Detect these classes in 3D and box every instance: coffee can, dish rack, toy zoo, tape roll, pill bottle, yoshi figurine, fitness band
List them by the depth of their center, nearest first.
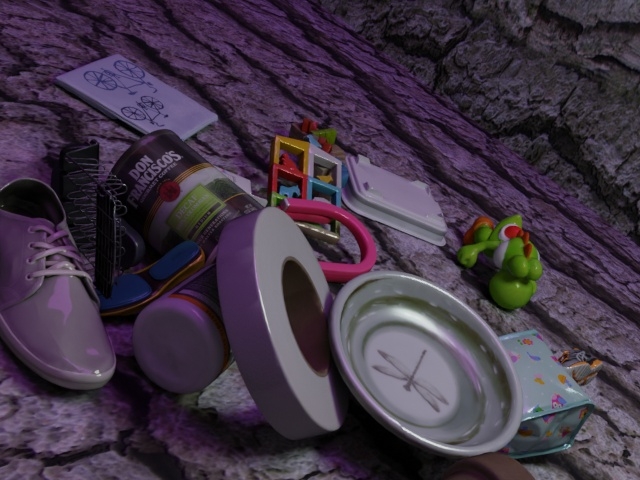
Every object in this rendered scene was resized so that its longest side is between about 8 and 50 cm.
[{"bbox_3d":[-0.053,0.136,1.505,0.392,0.072,0.392,-19,90,-75],"label":"tape roll"},{"bbox_3d":[-0.375,-0.034,1.525,0.074,0.208,0.271,-9,28,-31],"label":"dish rack"},{"bbox_3d":[-0.182,0.131,1.526,0.162,0.162,0.278,35,26,8],"label":"pill bottle"},{"bbox_3d":[-0.251,-0.055,1.747,0.275,0.202,0.201,39,26,16],"label":"coffee can"},{"bbox_3d":[0.000,0.000,2.046,0.290,0.054,0.209,5,47,-37],"label":"fitness band"},{"bbox_3d":[-0.037,-0.142,2.212,0.192,0.030,0.293,19,51,-23],"label":"toy zoo"},{"bbox_3d":[0.485,0.070,2.420,0.362,0.203,0.203,-105,172,-74],"label":"yoshi figurine"},{"bbox_3d":[0.205,-0.126,2.533,0.332,0.072,0.285,22,26,-21],"label":"dish rack"}]

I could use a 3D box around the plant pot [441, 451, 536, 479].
[{"bbox_3d":[0.180,0.447,1.283,0.229,0.263,0.263,-3,38,-24],"label":"plant pot"}]

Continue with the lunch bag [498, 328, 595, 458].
[{"bbox_3d":[0.360,0.311,1.782,0.262,0.160,0.223,-7,42,-27],"label":"lunch bag"}]

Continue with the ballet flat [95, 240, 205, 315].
[{"bbox_3d":[-0.296,0.084,1.569,0.231,0.077,0.077,-32,53,-27],"label":"ballet flat"}]

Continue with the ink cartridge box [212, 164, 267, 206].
[{"bbox_3d":[-0.225,-0.091,1.943,0.198,0.115,0.067,22,26,-20],"label":"ink cartridge box"}]

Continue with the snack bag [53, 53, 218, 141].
[{"bbox_3d":[-0.446,-0.348,2.270,0.342,0.037,0.323,31,26,2],"label":"snack bag"}]

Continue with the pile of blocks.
[{"bbox_3d":[0.016,-0.237,2.437,0.148,0.113,0.362,3,34,-18],"label":"pile of blocks"}]

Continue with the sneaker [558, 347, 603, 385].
[{"bbox_3d":[0.602,0.303,2.170,0.083,0.084,0.215,41,18,28],"label":"sneaker"}]

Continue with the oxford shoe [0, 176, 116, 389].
[{"bbox_3d":[-0.437,0.053,1.438,0.169,0.130,0.449,9,34,-41],"label":"oxford shoe"}]

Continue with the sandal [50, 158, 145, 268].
[{"bbox_3d":[-0.416,-0.048,1.694,0.254,0.097,0.054,48,30,12],"label":"sandal"}]

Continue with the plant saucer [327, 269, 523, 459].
[{"bbox_3d":[0.175,0.235,1.642,0.400,0.100,0.400,20,40,-18],"label":"plant saucer"}]
